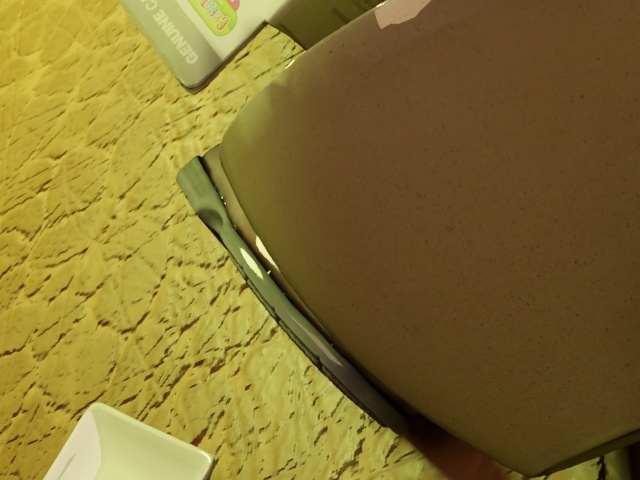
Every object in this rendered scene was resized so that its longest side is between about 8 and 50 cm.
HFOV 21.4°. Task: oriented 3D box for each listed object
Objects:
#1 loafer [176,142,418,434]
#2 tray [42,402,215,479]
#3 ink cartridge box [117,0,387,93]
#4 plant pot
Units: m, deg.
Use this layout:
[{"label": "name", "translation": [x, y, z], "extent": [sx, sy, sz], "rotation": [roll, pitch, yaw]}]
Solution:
[{"label": "loafer", "translation": [0.000, 0.000, 1.000], "extent": [0.095, 0.109, 0.302], "rotation": [-43, 33, 1]}, {"label": "tray", "translation": [-0.165, 0.233, 1.020], "extent": [0.145, 0.030, 0.270], "rotation": [16, 70, 50]}, {"label": "ink cartridge box", "translation": [-0.039, -0.268, 1.160], "extent": [0.272, 0.130, 0.309], "rotation": [-42, 61, 10]}, {"label": "plant pot", "translation": [0.118, -0.003, 0.778], "extent": [0.284, 0.284, 0.191], "rotation": [-28, 77, 27]}]
